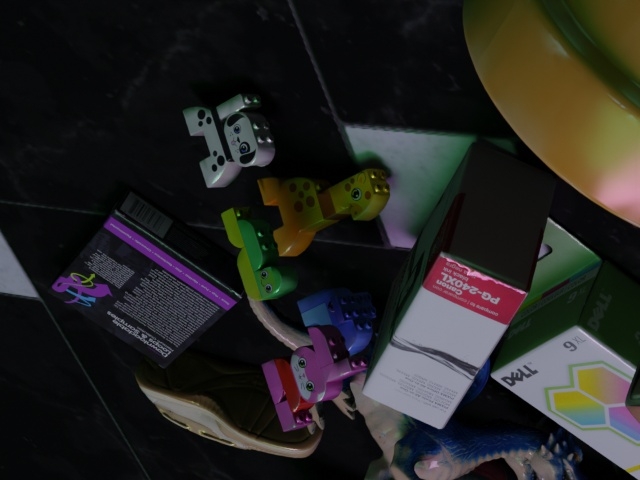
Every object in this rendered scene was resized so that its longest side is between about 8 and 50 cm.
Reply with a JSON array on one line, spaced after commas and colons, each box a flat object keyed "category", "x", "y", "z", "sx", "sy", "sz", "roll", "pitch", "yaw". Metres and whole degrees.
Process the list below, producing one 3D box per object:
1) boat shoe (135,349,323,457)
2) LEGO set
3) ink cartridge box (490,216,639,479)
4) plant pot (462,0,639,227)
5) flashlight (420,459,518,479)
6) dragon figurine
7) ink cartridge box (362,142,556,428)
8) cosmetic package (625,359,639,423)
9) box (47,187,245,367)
[{"category": "boat shoe", "x": -0.069, "y": 0.137, "z": 1.576, "sx": 0.170, "sy": 0.063, "sz": 0.059, "roll": 22, "pitch": 150, "yaw": 25}, {"category": "LEGO set", "x": 0.000, "y": 0.000, "z": 1.293, "sx": 0.093, "sy": 0.087, "sz": 0.227, "roll": -26, "pitch": 77, "yaw": 35}, {"category": "ink cartridge box", "x": 0.189, "y": 0.079, "z": 1.312, "sx": 0.209, "sy": 0.062, "sz": 0.109, "roll": 36, "pitch": 147, "yaw": -12}, {"category": "plant pot", "x": 0.201, "y": -0.132, "z": 0.921, "sx": 0.205, "sy": 0.205, "sz": 0.188, "roll": 31, "pitch": 131, "yaw": -6}, {"category": "flashlight", "x": 0.187, "y": 0.225, "z": 1.485, "sx": 0.304, "sy": 0.103, "sz": 0.103, "roll": 16, "pitch": 116, "yaw": 10}, {"category": "dragon figurine", "x": 0.064, "y": 0.100, "z": 1.406, "sx": 0.289, "sy": 0.144, "sz": 0.085, "roll": 48, "pitch": 147, "yaw": 3}, {"category": "ink cartridge box", "x": 0.087, "y": 0.031, "z": 1.249, "sx": 0.063, "sy": 0.109, "sz": 0.150, "roll": 23, "pitch": 135, "yaw": -4}, {"category": "cosmetic package", "x": 0.337, "y": 0.130, "z": 1.201, "sx": 0.129, "sy": 0.153, "sz": 0.296, "roll": -13, "pitch": 128, "yaw": 47}, {"category": "box", "x": -0.134, "y": 0.032, "z": 1.506, "sx": 0.116, "sy": 0.029, "sz": 0.162, "roll": 35, "pitch": 145, "yaw": -10}]
